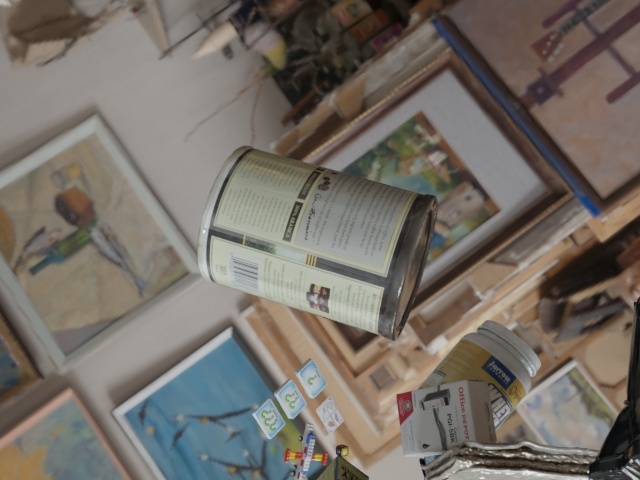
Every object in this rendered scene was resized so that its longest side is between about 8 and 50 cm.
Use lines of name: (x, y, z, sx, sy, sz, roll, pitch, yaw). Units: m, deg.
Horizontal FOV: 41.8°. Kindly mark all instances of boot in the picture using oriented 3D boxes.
boot: (0.388, 0.177, 0.973, 0.094, 0.207, 0.246, 13, 155, 10)

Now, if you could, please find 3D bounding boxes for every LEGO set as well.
LEGO set: (-0.018, 0.405, 1.799, 0.060, 0.182, 0.244, 6, 129, 51)

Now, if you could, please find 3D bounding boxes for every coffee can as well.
coffee can: (0.000, 0.000, 1.140, 0.275, 0.201, 0.201, 17, 164, 13)

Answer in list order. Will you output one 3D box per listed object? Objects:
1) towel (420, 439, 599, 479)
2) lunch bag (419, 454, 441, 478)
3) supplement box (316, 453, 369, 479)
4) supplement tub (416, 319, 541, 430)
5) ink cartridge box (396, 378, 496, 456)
towel: (0.295, 0.327, 1.180, 0.187, 0.282, 0.049, 114, 162, -63)
lunch bag: (0.276, 0.519, 1.847, 0.151, 0.096, 0.129, 85, 173, -50)
supplement box: (0.020, 0.352, 1.132, 0.056, 0.083, 0.083, 38, -170, -7)
supplement tub: (0.264, 0.249, 1.426, 0.144, 0.200, 0.144, 41, 168, 11)
ink cartridge box: (0.188, 0.269, 1.265, 0.056, 0.135, 0.099, 15, -118, -45)
